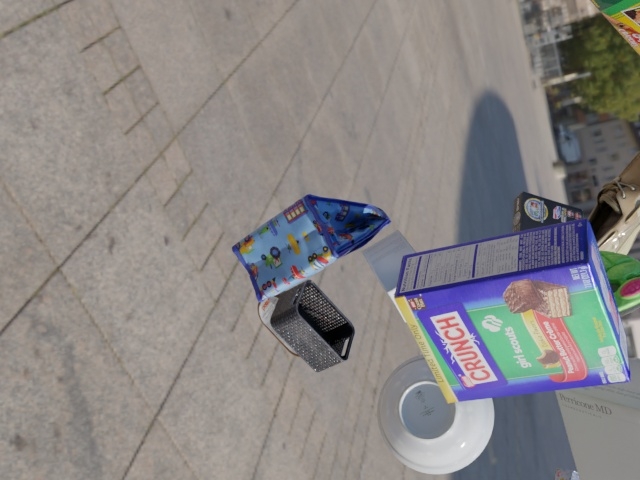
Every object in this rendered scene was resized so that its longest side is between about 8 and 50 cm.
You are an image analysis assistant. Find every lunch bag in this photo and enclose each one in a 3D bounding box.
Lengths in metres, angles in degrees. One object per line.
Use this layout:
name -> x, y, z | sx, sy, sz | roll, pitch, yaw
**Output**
lunch bag -> 0.667, 0.668, 1.912 | 0.053, 0.071, 0.083 | 32, 65, -15
lunch bag -> 0.000, 0.000, 1.491 | 0.293, 0.221, 0.138 | -14, 75, -57

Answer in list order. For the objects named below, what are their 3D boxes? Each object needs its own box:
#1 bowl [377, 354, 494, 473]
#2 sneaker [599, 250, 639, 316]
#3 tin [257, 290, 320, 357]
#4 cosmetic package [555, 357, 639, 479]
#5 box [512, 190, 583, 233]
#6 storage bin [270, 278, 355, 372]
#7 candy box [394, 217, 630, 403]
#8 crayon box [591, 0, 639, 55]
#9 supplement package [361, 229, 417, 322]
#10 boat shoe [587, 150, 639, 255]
bowl -> 0.270, 0.417, 1.724 | 0.134, 0.298, 0.297 | 45, 38, -67
sneaker -> 0.547, 0.180, 1.616 | 0.202, 0.483, 0.185 | 23, 48, -30
tin -> -0.076, 0.201, 1.715 | 0.190, 0.106, 0.040 | 45, 29, 14
cosmetic package -> 0.607, 0.421, 1.322 | 0.156, 0.217, 0.384 | -27, 103, -26
box -> 0.701, 0.000, 2.174 | 0.060, 0.216, 0.269 | 122, -18, -60
storage bin -> -0.016, 0.193, 1.591 | 0.180, 0.084, 0.122 | 47, 34, -19
candy box -> 0.320, 0.128, 1.185 | 0.268, 0.317, 0.122 | 60, 33, -28
crayon box -> 0.776, -0.457, 1.430 | 0.363, 0.313, 0.106 | 23, 87, -39
supplement package -> 0.183, 0.078, 1.594 | 0.105, 0.105, 0.179 | 59, 1, -33
boat shoe -> 0.728, -0.090, 1.690 | 0.110, 0.341, 0.122 | 23, 7, -29
